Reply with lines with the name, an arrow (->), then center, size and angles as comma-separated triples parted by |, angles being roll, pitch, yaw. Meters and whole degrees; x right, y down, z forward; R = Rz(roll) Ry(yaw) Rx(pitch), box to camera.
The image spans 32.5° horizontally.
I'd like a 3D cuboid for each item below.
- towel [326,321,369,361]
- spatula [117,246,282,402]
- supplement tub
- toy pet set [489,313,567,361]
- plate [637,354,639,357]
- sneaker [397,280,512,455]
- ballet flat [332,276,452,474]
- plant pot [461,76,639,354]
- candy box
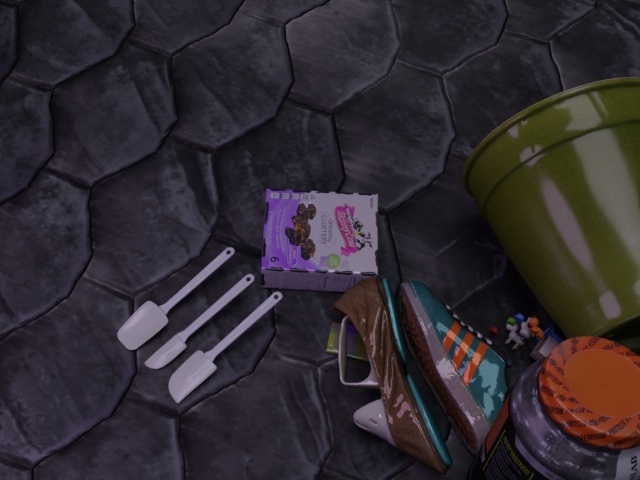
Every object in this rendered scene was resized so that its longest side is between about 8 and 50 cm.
towel -> 0.055, 0.168, 1.803 | 0.083, 0.009, 0.060 | 11, 59, 4
spatula -> -0.195, 0.125, 1.784 | 0.242, 0.019, 0.168 | -43, 65, -11
supplement tub -> 0.334, 0.300, 1.526 | 0.207, 0.338, 0.207 | 8, 45, -8
toy pet set -> 0.353, 0.145, 1.775 | 0.114, 0.122, 0.065 | 40, 70, -2
plate -> 0.568, 0.163, 1.829 | 0.188, 0.024, 0.188 | 1, 57, -2
sneaker -> 0.228, 0.187, 1.751 | 0.121, 0.108, 0.302 | -21, 69, -17
ballet flat -> 0.097, 0.220, 1.719 | 0.124, 0.116, 0.342 | -22, 66, 7
plant pot -> 0.458, -0.010, 1.748 | 0.366, 0.366, 0.353 | -13, 65, -11
candy box -> 0.000, 0.000, 1.869 | 0.196, 0.070, 0.165 | 3, 58, -2
